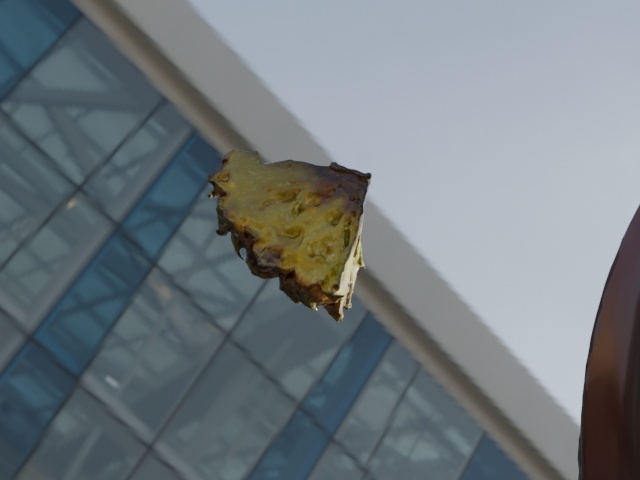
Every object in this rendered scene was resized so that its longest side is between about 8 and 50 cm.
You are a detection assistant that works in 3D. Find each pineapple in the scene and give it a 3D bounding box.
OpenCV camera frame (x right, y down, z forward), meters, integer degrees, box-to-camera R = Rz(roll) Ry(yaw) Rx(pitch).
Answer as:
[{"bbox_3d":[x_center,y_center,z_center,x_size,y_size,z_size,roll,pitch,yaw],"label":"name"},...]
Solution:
[{"bbox_3d":[0.000,0.000,0.734,0.114,0.077,0.114,44,-6,30],"label":"pineapple"}]

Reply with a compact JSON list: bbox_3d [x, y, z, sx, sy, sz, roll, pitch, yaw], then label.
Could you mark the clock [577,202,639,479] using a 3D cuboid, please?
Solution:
[{"bbox_3d":[0.228,0.066,0.377,0.318,0.318,0.080,26,-20,13],"label":"clock"}]
